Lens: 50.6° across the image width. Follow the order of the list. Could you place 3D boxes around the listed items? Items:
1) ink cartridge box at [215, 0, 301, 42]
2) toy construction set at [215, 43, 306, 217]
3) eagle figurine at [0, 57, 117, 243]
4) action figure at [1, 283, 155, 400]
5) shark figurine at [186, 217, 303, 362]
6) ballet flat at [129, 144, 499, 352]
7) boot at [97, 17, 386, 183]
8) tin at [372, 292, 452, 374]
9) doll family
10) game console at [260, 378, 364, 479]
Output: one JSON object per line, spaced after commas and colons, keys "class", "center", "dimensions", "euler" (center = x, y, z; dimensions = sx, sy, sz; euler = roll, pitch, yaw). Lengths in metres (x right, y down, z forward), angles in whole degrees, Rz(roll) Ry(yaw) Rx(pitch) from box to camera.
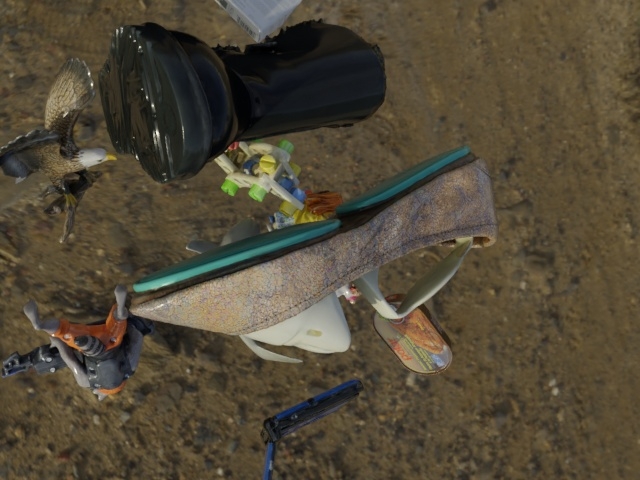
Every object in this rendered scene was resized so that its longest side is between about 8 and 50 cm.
{"class": "ink cartridge box", "center": [-0.144, -0.645, 1.742], "dimensions": [0.189, 0.066, 0.232], "euler": [45, 62, 1]}
{"class": "toy construction set", "center": [-0.155, -0.185, 1.181], "dimensions": [0.151, 0.215, 0.328], "euler": [-49, 141, -23]}
{"class": "eagle figurine", "center": [-0.509, -0.184, 1.310], "dimensions": [0.225, 0.226, 0.298], "euler": [-25, 147, -14]}
{"class": "action figure", "center": [-0.521, 0.248, 1.457], "dimensions": [0.341, 0.178, 0.330], "euler": [-21, 142, -14]}
{"class": "shark figurine", "center": [-0.120, 0.073, 1.130], "dimensions": [0.166, 0.116, 0.278], "euler": [12, 60, -51]}
{"class": "ballet flat", "center": [0.020, 0.022, 0.511], "dimensions": [0.316, 0.107, 0.106], "euler": [-23, 97, -24]}
{"class": "boot", "center": [-0.039, -0.112, 0.484], "dimensions": [0.207, 0.246, 0.094], "euler": [-16, 104, -21]}
{"class": "tin", "center": [0.176, 0.179, 1.289], "dimensions": [0.190, 0.106, 0.040], "euler": [52, 26, -21]}
{"class": "doll family", "center": [0.000, 0.000, 1.304], "dimensions": [0.163, 0.118, 0.263], "euler": [-26, 74, 8]}
{"class": "game console", "center": [-0.027, 0.381, 1.169], "dimensions": [0.250, 0.293, 0.173], "euler": [-22, 75, -13]}
